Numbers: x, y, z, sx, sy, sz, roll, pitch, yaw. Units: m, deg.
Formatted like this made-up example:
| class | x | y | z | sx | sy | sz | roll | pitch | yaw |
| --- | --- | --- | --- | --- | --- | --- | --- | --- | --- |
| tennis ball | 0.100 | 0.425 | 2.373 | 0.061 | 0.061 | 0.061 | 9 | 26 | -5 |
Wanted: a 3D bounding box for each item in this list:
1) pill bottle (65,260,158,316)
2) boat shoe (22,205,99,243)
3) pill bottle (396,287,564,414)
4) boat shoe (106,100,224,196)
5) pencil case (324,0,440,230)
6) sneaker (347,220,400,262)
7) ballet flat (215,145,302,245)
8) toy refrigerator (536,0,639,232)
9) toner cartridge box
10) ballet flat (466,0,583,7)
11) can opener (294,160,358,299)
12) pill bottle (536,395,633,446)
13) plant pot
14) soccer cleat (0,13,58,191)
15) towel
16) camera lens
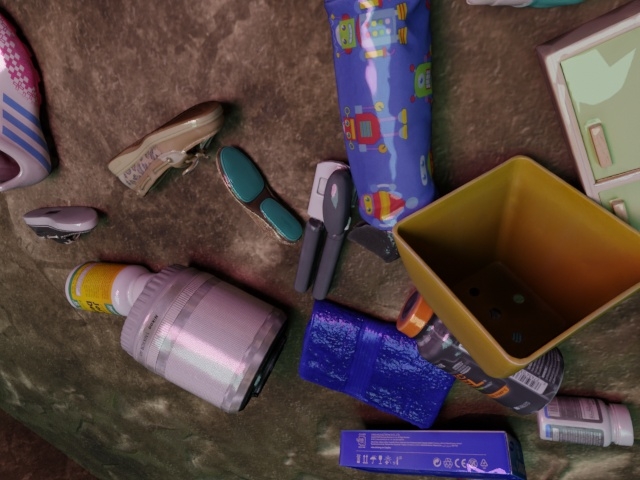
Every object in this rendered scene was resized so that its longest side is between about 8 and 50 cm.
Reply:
| class | x | y | z | sx | sy | sz | roll | pitch | yaw |
| --- | --- | --- | --- | --- | --- | --- | --- | --- | --- |
| pill bottle | -0.457 | 0.111 | 0.922 | 0.209 | 0.117 | 0.117 | 3 | 122 | 19 |
| boat shoe | -0.568 | -0.032 | 0.906 | 0.220 | 0.078 | 0.070 | 5 | 122 | 28 |
| pill bottle | 0.253 | 0.170 | 0.672 | 0.246 | 0.130 | 0.130 | 30 | 127 | 2 |
| boat shoe | -0.252 | -0.151 | 0.692 | 0.286 | 0.104 | 0.089 | -12 | 121 | 39 |
| pencil case | 0.092 | -0.165 | 0.528 | 0.120 | 0.133 | 0.305 | 15 | 128 | 42 |
| sneaker | 0.135 | 0.005 | 0.665 | 0.170 | 0.051 | 0.089 | 31 | 127 | 6 |
| ballet flat | -0.116 | -0.068 | 0.707 | 0.206 | 0.073 | 0.067 | 53 | 147 | -10 |
| toy refrigerator | 0.350 | -0.116 | 0.472 | 0.102 | 0.094 | 0.269 | -18 | 113 | 30 |
| toner cartridge box | 0.230 | 0.454 | 0.859 | 0.348 | 0.075 | 0.165 | -14 | 144 | 28 |
| ballet flat | 0.164 | -0.303 | 0.427 | 0.247 | 0.083 | 0.087 | 38 | 95 | 1 |
| can opener | 0.000 | 0.000 | 0.684 | 0.076 | 0.095 | 0.283 | 20 | 126 | 9 |
| pill bottle | 0.462 | 0.319 | 0.717 | 0.137 | 0.078 | 0.078 | -3 | 119 | 24 |
| plant pot | 0.243 | 0.055 | 0.530 | 0.212 | 0.212 | 0.187 | -29 | 143 | -9 |
| soccer cleat | -0.588 | -0.242 | 0.732 | 0.116 | 0.143 | 0.330 | 13 | 125 | 13 |
| towel | 0.108 | 0.257 | 0.819 | 0.309 | 0.076 | 0.227 | 16 | 126 | 11 |
| camera lens | -0.218 | 0.193 | 0.818 | 0.275 | 0.219 | 0.219 | 27 | 127 | 4 |
